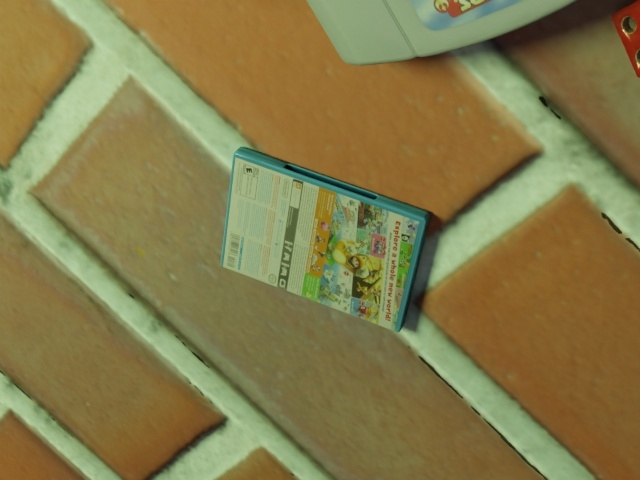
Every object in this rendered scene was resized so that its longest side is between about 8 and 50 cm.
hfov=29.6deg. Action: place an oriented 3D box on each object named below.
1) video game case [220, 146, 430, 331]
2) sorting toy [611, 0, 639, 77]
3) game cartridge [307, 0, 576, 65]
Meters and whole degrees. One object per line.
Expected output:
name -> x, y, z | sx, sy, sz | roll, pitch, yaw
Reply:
video game case -> 0.000, 0.000, 0.992 | 0.166, 0.015, 0.119 | 20, 127, 13
sorting toy -> 0.294, -0.131, 0.707 | 0.274, 0.046, 0.132 | -29, 84, 53
game cartridge -> 0.097, -0.231, 0.767 | 0.297, 0.062, 0.198 | -21, 106, 35
